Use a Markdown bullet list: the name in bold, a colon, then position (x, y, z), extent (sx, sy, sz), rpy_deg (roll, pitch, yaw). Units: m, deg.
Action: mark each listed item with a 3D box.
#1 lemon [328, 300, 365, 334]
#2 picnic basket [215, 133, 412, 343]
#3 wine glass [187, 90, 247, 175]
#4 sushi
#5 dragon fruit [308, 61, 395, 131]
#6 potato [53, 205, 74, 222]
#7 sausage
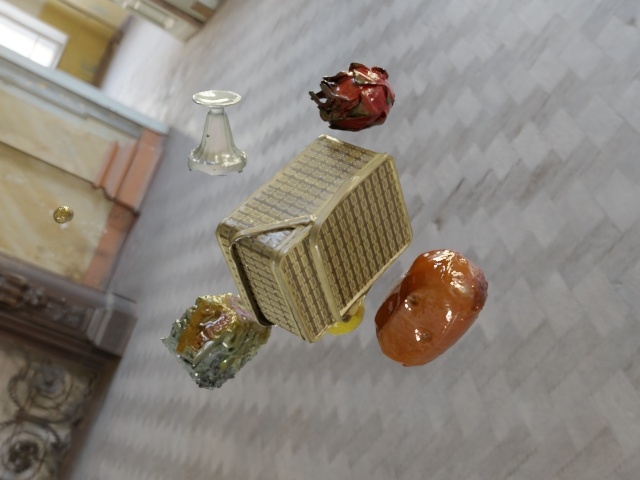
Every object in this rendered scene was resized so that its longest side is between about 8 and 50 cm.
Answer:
- **lemon**: position (0.030, 0.129, 1.602), extent (0.109, 0.133, 0.109), rpy_deg (-32, 41, 34)
- **picnic basket**: position (0.000, 0.000, 1.432), extent (0.175, 0.228, 0.313), rpy_deg (24, 55, 38)
- **wine glass**: position (-0.277, -0.287, 2.185), extent (0.165, 0.164, 0.197), rpy_deg (-116, 23, -61)
- **sushi**: position (-0.214, 0.202, 1.697), extent (0.184, 0.274, 0.139), rpy_deg (-48, 67, 4)
- **dragon fruit**: position (0.061, -0.250, 1.447), extent (0.142, 0.130, 0.121), rpy_deg (-33, 18, 8)
- **potato**: position (-0.634, -0.064, 2.031), extent (0.051, 0.040, 0.083), rpy_deg (-34, 3, -18)
- **sausage**: position (0.193, 0.125, 1.480), extent (0.141, 0.153, 0.268), rpy_deg (-48, -7, -44)
